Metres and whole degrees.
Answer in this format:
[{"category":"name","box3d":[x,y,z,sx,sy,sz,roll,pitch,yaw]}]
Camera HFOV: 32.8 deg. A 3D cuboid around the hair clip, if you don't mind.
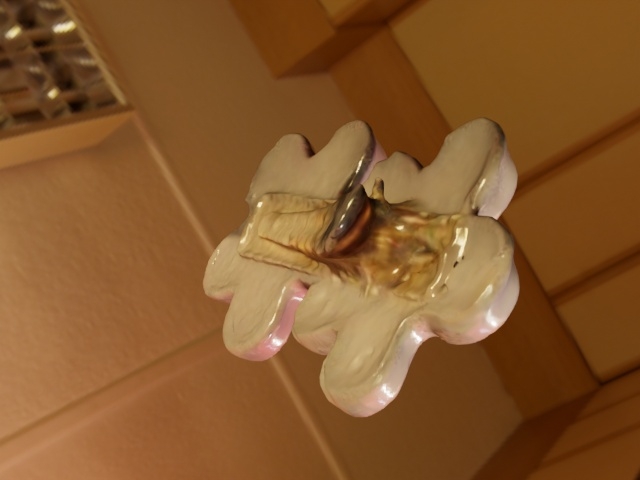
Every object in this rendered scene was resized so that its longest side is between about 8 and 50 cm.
[{"category":"hair clip","box3d":[0.006,0.003,0.544,0.075,0.257,0.146,24,-97,-21]}]
